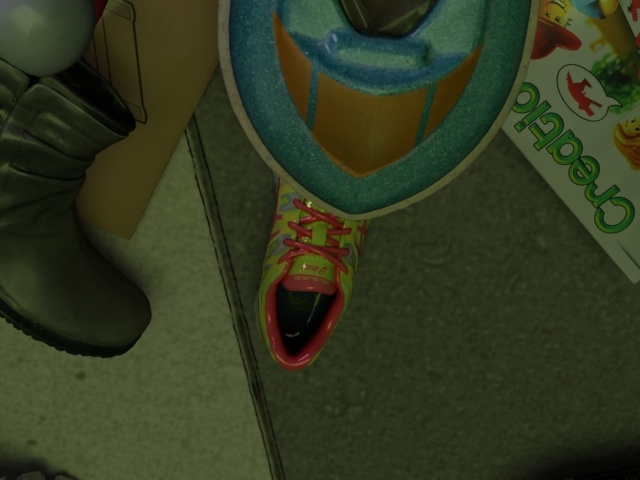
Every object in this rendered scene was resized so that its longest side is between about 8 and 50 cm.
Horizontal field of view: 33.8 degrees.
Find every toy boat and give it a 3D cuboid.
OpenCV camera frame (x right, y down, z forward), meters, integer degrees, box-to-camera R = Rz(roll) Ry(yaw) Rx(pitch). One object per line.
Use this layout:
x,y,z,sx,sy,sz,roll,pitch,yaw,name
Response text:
-0.030,-0.132,0.613,0.318,0.148,0.267,2,114,0,toy boat

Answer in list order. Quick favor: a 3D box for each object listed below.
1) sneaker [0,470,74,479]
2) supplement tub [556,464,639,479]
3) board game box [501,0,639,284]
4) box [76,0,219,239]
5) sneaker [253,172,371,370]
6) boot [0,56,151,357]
-0.327,0.264,0.781,0.315,0.127,0.182,17,126,-43,sneaker
0.252,0.240,0.842,0.190,0.117,0.117,-10,112,2,supplement tub
0.200,-0.138,0.722,0.193,0.053,0.305,-40,108,13,board game box
-0.165,-0.115,0.720,0.164,0.021,0.201,22,110,-20,box
0.000,0.000,0.746,0.081,0.094,0.208,8,110,-4,sneaker
-0.174,-0.031,0.689,0.161,0.083,0.246,-39,120,23,boot
